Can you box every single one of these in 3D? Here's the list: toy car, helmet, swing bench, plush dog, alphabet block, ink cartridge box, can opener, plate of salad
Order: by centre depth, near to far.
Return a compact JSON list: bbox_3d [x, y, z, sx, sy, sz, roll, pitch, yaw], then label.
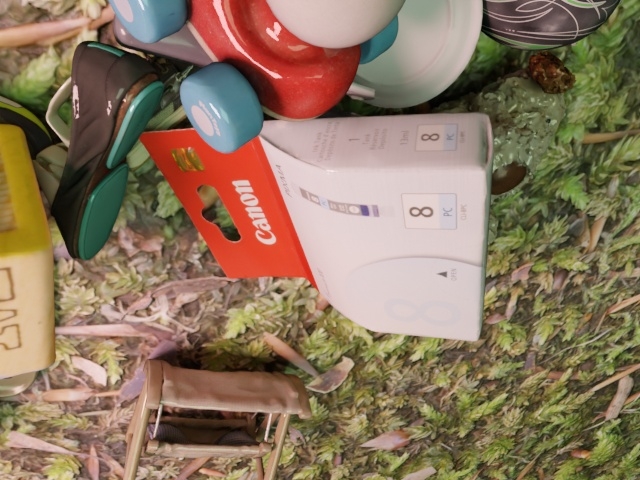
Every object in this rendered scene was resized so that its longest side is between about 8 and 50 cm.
[{"bbox_3d":[-0.015,-0.215,0.390,0.219,0.238,0.210,-39,102,-24],"label":"toy car"},{"bbox_3d":[-0.381,0.020,0.502,0.193,0.192,0.197,-10,143,-34],"label":"alphabet block"},{"bbox_3d":[-0.070,-0.168,0.541,0.283,0.076,0.095,7,102,-25],"label":"can opener"},{"bbox_3d":[0.247,-0.296,0.577,0.169,0.161,0.169,-7,124,-10],"label":"helmet"},{"bbox_3d":[0.087,-0.257,0.597,0.199,0.048,0.200,10,117,20],"label":"plate of salad"},{"bbox_3d":[0.000,0.000,0.617,0.384,0.091,0.308,1,143,16],"label":"ink cartridge box"},{"bbox_3d":[0.225,-0.138,0.690,0.225,0.211,0.262,-30,157,-11],"label":"plush dog"},{"bbox_3d":[-0.184,0.312,0.866,0.253,0.165,0.255,13,113,-21],"label":"swing bench"}]

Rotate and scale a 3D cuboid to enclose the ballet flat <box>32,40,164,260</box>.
[{"bbox_3d":[-0.253,-0.095,0.562,0.096,0.095,0.280,34,125,-5],"label":"ballet flat"}]

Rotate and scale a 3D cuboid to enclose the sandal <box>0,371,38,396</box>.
[{"bbox_3d":[-0.446,0.120,0.712,0.120,0.086,0.303,2,122,-16],"label":"sandal"}]

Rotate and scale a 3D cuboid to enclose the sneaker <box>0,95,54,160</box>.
[{"bbox_3d":[-0.450,-0.103,0.544,0.299,0.121,0.111,3,122,-17],"label":"sneaker"}]

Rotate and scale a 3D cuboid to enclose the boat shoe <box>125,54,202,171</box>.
[{"bbox_3d":[-0.184,-0.176,0.592,0.073,0.080,0.223,31,115,-36],"label":"boat shoe"}]
